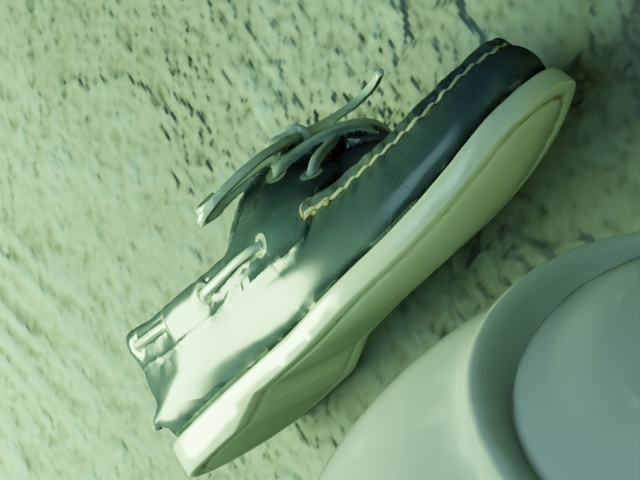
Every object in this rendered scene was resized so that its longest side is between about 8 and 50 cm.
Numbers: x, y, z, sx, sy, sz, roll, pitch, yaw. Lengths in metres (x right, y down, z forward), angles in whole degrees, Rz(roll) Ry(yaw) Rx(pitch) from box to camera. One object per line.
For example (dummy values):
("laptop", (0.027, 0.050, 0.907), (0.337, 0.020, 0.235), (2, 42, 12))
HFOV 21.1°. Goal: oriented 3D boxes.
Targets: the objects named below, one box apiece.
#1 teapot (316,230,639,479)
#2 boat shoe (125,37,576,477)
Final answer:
("teapot", (0.106, 0.079, 0.424), (0.256, 0.252, 0.187), (36, 133, 40))
("boat shoe", (0.000, 0.000, 0.646), (0.079, 0.095, 0.254), (54, 140, 13))
